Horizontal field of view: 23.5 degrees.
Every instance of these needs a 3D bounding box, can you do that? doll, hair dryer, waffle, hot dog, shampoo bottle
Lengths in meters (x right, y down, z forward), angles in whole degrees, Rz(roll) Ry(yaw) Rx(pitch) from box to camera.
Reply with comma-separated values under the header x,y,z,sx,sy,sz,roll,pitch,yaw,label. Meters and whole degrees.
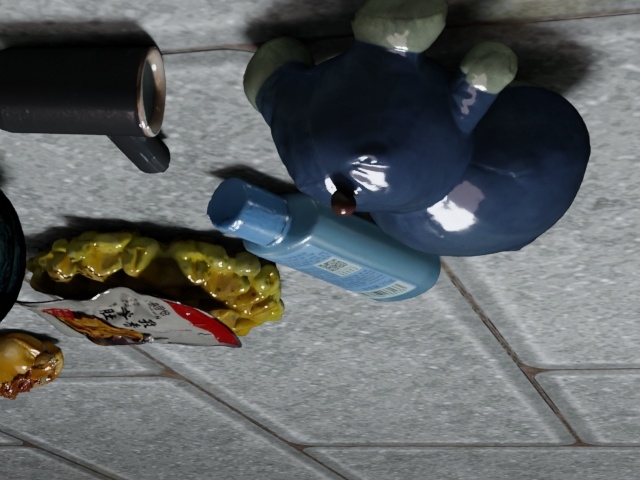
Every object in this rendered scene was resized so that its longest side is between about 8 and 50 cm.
x,y,z,sx,sy,sz,roll,pitch,yaw,label
0.085,-0.076,1.147,0.258,0.154,0.228,12,157,-42,doll
-0.177,-0.092,1.263,0.128,0.070,0.255,2,166,7,hair dryer
-0.181,0.053,1.691,0.281,0.058,0.301,4,161,4,waffle
-0.434,0.177,2.083,0.102,0.076,0.249,24,154,-38,hot dog
0.000,0.000,1.490,0.103,0.061,0.258,-12,156,41,shampoo bottle

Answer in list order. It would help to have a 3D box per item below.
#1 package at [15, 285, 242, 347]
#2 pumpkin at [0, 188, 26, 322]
x,y,z,sx,sy,sz,roll,pitch,yaw,label
-0.217,0.082,1.649,0.239,0.030,0.154,-2,160,25,package
-0.396,0.047,1.428,0.248,0.248,0.248,3,161,1,pumpkin
